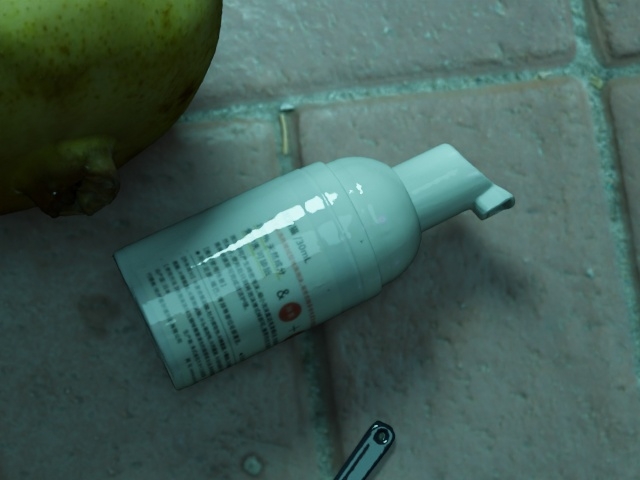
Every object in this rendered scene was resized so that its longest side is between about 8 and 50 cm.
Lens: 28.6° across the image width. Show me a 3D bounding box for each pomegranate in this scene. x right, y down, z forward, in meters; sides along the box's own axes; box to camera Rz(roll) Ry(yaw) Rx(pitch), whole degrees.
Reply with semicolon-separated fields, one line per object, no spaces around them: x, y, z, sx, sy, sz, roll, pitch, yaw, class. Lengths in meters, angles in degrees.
-0.281;-0.193;1.056;0.417;0.416;0.416;1;82;-7;pomegranate

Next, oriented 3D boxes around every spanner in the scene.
0.003;0.262;1.223;0.046;0.012;0.208;38;80;1;spanner

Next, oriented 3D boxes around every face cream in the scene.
0.000;0.000;1.195;0.370;0.145;0.145;-25;86;-11;face cream
